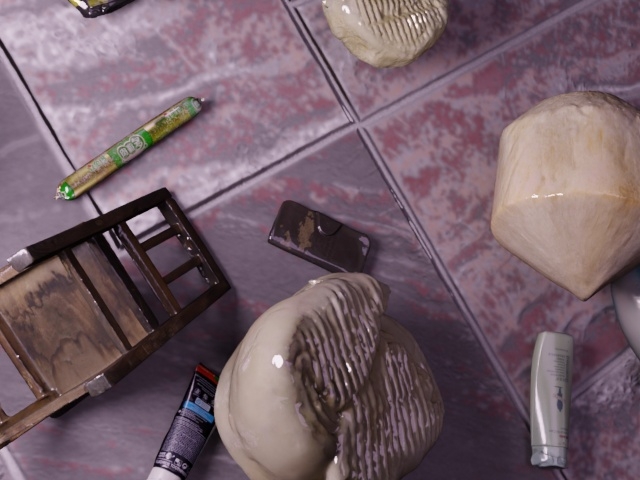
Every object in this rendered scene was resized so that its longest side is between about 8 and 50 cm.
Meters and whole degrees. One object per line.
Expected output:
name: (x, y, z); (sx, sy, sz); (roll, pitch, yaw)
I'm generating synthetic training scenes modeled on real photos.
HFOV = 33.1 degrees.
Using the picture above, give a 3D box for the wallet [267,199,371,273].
wallet: (0.000, 0.000, 1.605); (0.157, 0.018, 0.082); (27, 68, -16)

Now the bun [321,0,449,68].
bun: (0.089, -0.371, 1.669); (0.220, 0.134, 0.220); (10, 68, -27)

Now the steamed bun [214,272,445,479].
steamed bun: (-0.008, 0.210, 1.449); (0.310, 0.219, 0.324); (60, 36, -18)

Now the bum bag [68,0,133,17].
bum bag: (-0.263, -0.379, 1.549); (0.232, 0.060, 0.106); (-17, 76, -29)

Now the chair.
chair: (-0.315, 0.094, 1.360); (0.240, 0.416, 0.203); (-32, 93, 17)

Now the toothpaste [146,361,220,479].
toothpaste: (-0.176, 0.264, 1.450); (0.071, 0.045, 0.193); (37, 59, -22)

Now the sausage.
sausage: (-0.264, -0.131, 1.505); (0.269, 0.033, 0.033); (-39, 95, -27)

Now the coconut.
coconut: (0.407, -0.061, 1.666); (0.329, 0.329, 0.329); (6, 75, -24)

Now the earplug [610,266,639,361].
earplug: (0.591, 0.170, 1.758); (0.185, 0.185, 0.324); (-36, 89, -27)

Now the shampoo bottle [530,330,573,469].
shampoo bottle: (0.365, 0.252, 1.695); (0.072, 0.049, 0.212); (10, 74, -27)
